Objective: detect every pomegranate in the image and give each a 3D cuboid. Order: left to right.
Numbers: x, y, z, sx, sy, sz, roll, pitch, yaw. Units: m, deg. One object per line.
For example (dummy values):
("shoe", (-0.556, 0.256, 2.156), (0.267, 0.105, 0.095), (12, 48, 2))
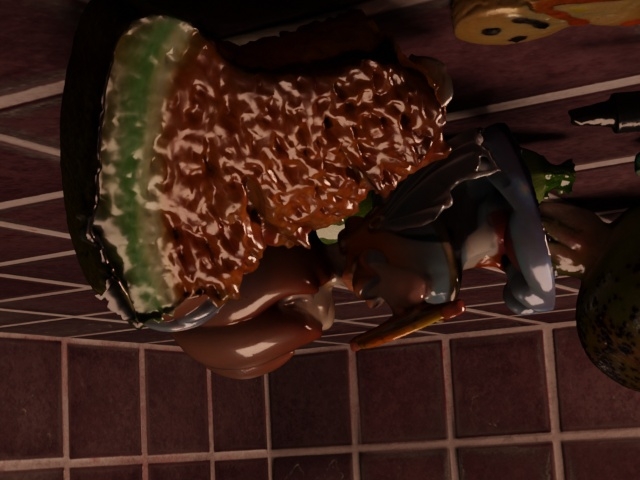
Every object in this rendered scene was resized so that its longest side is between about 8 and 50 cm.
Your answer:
("pomegranate", (0.422, 0.051, 1.627), (0.341, 0.285, 0.285), (27, 173, 7))

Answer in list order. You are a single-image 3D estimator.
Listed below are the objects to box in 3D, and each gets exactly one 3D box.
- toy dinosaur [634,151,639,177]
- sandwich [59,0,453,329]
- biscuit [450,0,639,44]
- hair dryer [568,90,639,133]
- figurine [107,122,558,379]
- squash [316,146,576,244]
("toy dinosaur", (0.367, -0.100, 1.143), (0.129, 0.076, 0.383), (15, 167, 14))
("sandwich", (-0.045, -0.089, 0.898), (0.301, 0.250, 0.162), (-10, -145, -13))
("biscuit", (0.187, -0.173, 0.812), (0.234, 0.030, 0.153), (-13, 164, 43))
("hair dryer", (0.328, -0.095, 0.966), (0.255, 0.128, 0.070), (-8, 169, 2))
("figurine", (0.000, 0.001, 1.110), (0.388, 0.248, 0.276), (-15, -163, 2))
("squash", (0.071, -0.047, 1.277), (0.395, 0.107, 0.107), (-5, 170, 2))
